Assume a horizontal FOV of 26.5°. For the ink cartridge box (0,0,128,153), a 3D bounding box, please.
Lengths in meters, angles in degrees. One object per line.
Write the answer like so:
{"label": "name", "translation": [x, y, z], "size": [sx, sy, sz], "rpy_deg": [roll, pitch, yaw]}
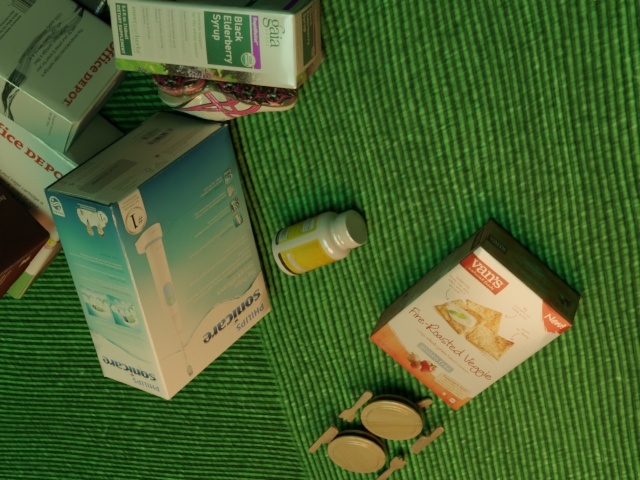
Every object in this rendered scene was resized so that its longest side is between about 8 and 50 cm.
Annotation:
{"label": "ink cartridge box", "translation": [-0.354, -0.229, 1.675], "size": [0.208, 0.153, 0.087], "rpy_deg": [34, 149, -2]}

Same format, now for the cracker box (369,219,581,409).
{"label": "cracker box", "translation": [0.195, 0.099, 1.735], "size": [0.155, 0.067, 0.232], "rpy_deg": [40, 129, -8]}

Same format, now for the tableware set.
{"label": "tableware set", "translation": [0.077, 0.269, 1.928], "size": [0.128, 0.039, 0.194], "rpy_deg": [27, 137, -12]}

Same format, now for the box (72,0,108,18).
{"label": "box", "translation": [-0.281, -0.323, 1.671], "size": [0.067, 0.018, 0.083], "rpy_deg": [37, 130, -6]}

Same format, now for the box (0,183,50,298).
{"label": "box", "translation": [-0.556, -0.062, 1.755], "size": [0.381, 0.143, 0.191], "rpy_deg": [44, 129, -2]}

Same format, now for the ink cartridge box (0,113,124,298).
{"label": "ink cartridge box", "translation": [-0.409, -0.085, 1.831], "size": [0.201, 0.117, 0.278], "rpy_deg": [38, 130, -4]}

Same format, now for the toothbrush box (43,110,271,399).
{"label": "toothbrush box", "translation": [-0.199, 0.017, 1.738], "size": [0.126, 0.216, 0.296], "rpy_deg": [14, 131, 36]}

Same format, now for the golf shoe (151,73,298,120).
{"label": "golf shoe", "translation": [-0.111, -0.184, 1.677], "size": [0.186, 0.067, 0.086], "rpy_deg": [10, 152, 18]}

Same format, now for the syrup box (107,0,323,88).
{"label": "syrup box", "translation": [-0.121, -0.249, 1.601], "size": [0.236, 0.096, 0.093], "rpy_deg": [9, 122, 19]}

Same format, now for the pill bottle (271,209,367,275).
{"label": "pill bottle", "translation": [0.000, 0.000, 1.750], "size": [0.116, 0.065, 0.065], "rpy_deg": [-20, 114, 34]}
